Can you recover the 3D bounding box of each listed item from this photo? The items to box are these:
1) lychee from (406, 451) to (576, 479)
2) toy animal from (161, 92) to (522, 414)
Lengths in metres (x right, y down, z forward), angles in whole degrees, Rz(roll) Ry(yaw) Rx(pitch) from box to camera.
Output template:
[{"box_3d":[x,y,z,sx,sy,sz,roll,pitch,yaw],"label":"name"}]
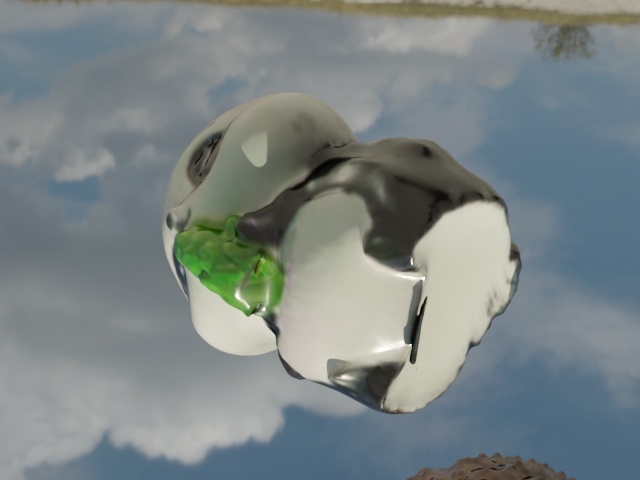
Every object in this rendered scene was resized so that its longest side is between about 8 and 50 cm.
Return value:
[{"box_3d":[0.237,0.501,1.171,0.424,0.424,0.500,-3,-168,-3],"label":"lychee"},{"box_3d":[-0.006,0.002,0.665,0.267,0.212,0.212,20,-144,26],"label":"toy animal"}]
